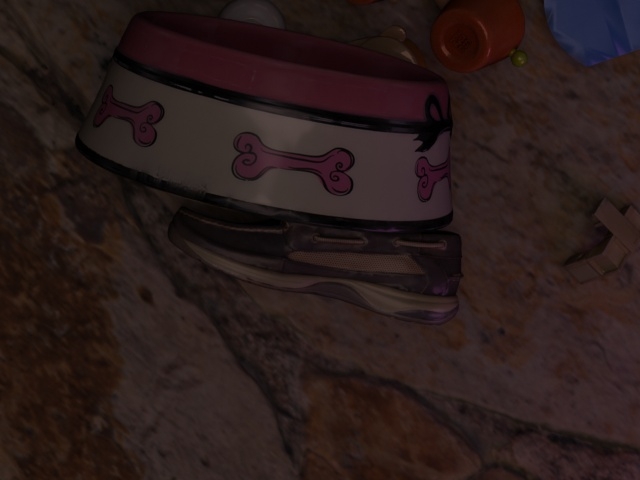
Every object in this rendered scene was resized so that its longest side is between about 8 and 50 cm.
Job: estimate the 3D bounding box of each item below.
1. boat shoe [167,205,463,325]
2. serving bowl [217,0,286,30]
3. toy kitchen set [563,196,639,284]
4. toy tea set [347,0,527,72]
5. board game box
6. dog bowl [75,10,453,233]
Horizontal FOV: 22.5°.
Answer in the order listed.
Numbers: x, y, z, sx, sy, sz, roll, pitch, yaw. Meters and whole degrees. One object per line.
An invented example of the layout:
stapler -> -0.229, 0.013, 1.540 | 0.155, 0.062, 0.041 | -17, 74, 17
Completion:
boat shoe -> 0.000, 0.000, 1.878 | 0.355, 0.132, 0.130 | 14, 92, -13
serving bowl -> -0.081, -0.241, 1.859 | 0.083, 0.027, 0.083 | 0, 103, -2
toy kitchen set -> 0.331, -0.006, 1.920 | 0.068, 0.075, 0.083 | 45, 58, -13
toy tea set -> 0.109, -0.322, 1.822 | 0.200, 0.124, 0.336 | -8, 108, 31
board game box -> 0.338, -0.282, 1.858 | 0.168, 0.033, 0.133 | -19, 97, -2
dog bowl -> -0.045, -0.134, 1.690 | 0.408, 0.408, 0.150 | 12, 101, -4
